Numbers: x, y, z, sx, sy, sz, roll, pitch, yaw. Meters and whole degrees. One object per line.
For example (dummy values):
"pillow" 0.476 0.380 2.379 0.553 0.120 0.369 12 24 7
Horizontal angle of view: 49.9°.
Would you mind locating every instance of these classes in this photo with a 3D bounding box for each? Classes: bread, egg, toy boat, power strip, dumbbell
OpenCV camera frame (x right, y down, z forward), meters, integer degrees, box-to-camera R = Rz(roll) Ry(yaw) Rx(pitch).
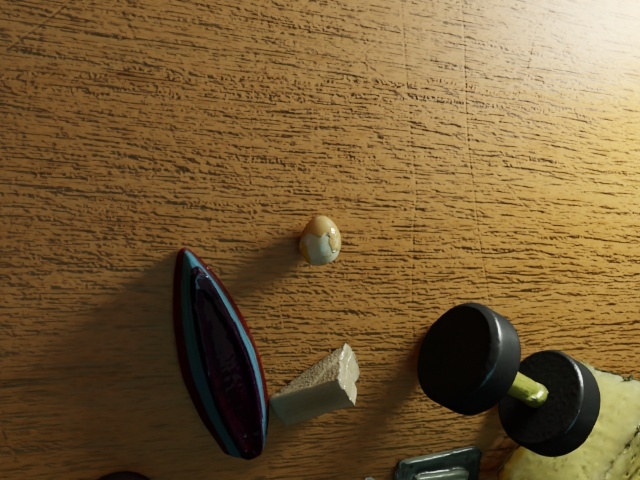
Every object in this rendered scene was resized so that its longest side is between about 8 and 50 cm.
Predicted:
"bread" 0.515 0.411 1.401 0.315 0.248 0.279 -3 100 -36
"bread" -0.008 0.265 1.261 0.152 0.105 0.077 -18 115 16
"egg" 0.000 0.000 1.165 0.071 0.071 0.083 -6 103 -22
"toy boat" -0.166 0.198 1.152 0.136 0.079 0.392 -21 114 -19
"power strip" 0.249 0.538 1.422 0.213 0.064 0.198 -3 103 -21
"dumbbell" 0.362 0.270 1.321 0.322 0.204 0.204 30 91 -27

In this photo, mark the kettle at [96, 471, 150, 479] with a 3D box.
"kettle" -0.293 0.506 1.087 0.144 0.232 0.202 -40 116 -8

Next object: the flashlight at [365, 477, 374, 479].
"flashlight" 0.095 0.516 1.374 0.018 0.018 0.083 0 104 -24
